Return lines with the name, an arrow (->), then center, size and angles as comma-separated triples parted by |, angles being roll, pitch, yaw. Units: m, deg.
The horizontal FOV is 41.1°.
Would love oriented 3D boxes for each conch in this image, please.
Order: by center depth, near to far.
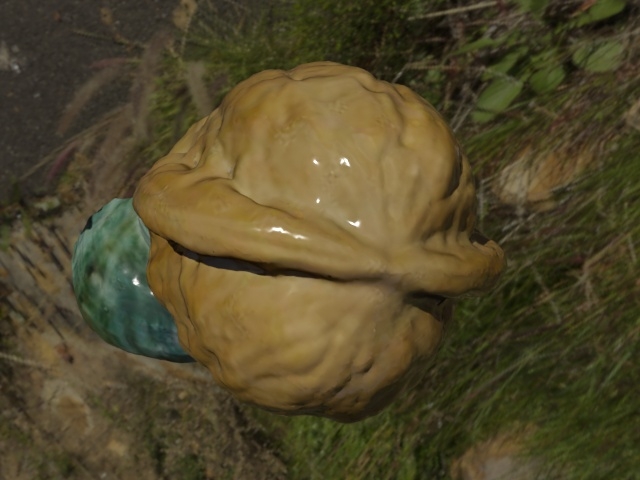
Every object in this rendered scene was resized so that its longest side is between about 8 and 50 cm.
conch -> -0.123, 0.010, 0.839 | 0.220, 0.195, 0.277 | 35, 140, 0

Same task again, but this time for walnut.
walnut -> 0.000, 0.000, 0.554 | 0.257, 0.257, 0.224 | 15, 95, 29
